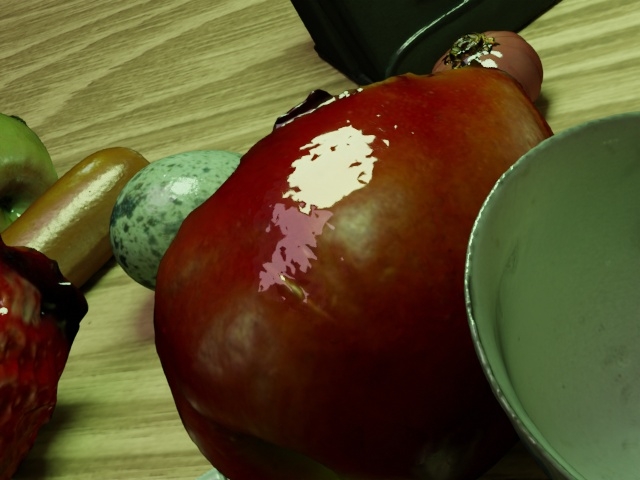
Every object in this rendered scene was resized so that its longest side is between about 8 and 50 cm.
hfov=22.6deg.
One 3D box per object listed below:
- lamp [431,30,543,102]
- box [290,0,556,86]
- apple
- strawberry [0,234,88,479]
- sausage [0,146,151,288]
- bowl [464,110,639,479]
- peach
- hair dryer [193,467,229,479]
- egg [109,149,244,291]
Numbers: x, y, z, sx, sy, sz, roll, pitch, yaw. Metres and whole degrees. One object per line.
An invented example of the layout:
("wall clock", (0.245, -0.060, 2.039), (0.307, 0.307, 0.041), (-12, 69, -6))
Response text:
("lamp", (0.151, -0.145, 1.463), (0.107, 0.092, 0.107), (-24, 30, 15))
("box", (0.125, -0.336, 1.659), (0.345, 0.204, 0.251), (-37, 29, -4))
("apple", (-0.412, -0.060, 1.844), (0.188, 0.174, 0.207), (-2, 58, 47))
("strawberry", (-0.383, 0.135, 1.408), (0.292, 0.291, 0.310), (-8, 32, 38))
("sausage", (-0.277, 0.007, 1.665), (0.274, 0.105, 0.105), (-46, 31, -19))
("bowl", (0.222, 0.084, 0.963), (0.313, 0.146, 0.313), (6, 52, -8))
("peach", (0.046, 0.021, 1.105), (0.281, 0.281, 0.338), (-3, 50, 43))
("hair dryer", (-0.157, 0.253, 1.234), (0.236, 0.073, 0.131), (-29, 30, -8))
("egg", (-0.116, -0.021, 1.511), (0.172, 0.132, 0.132), (-28, 28, -13))
